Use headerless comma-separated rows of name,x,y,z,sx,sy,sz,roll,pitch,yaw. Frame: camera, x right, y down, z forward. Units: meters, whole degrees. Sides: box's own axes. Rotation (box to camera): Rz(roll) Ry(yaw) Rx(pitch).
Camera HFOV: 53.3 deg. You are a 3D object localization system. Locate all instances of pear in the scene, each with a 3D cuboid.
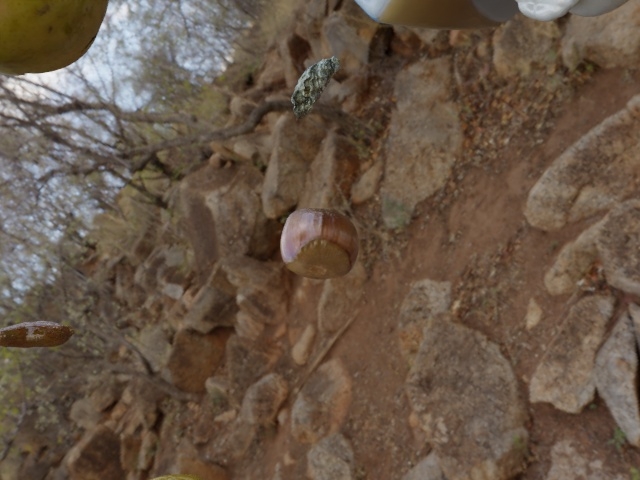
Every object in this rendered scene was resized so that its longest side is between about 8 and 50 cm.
pear,-0.454,-0.402,0.902,0.285,0.285,0.336,-54,-41,-50

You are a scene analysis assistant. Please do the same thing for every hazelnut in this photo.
hazelnut,0.000,0.000,1.219,0.150,0.150,0.150,-55,-1,-1

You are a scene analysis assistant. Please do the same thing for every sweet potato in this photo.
sweet potato,-0.580,0.184,1.236,0.056,0.195,0.056,179,90,-67

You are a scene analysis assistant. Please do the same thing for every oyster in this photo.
oyster,-0.006,-0.255,1.097,0.098,0.037,0.100,-38,-28,-35

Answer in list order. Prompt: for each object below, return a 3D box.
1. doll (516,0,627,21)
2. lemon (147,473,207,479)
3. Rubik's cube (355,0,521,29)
doll,0.255,-0.224,0.481,0.119,0.293,0.138,-113,23,-54
lemon,-0.160,0.344,0.662,0.188,0.188,0.256,-55,3,2
Rubik's cube,0.185,-0.543,0.919,0.352,0.351,0.347,-12,-27,-36
